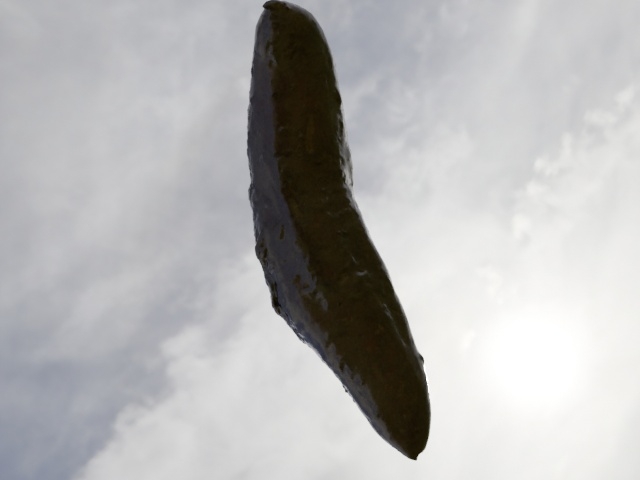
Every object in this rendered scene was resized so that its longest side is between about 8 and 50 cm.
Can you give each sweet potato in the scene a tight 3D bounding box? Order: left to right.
[{"bbox_3d":[-0.002,-0.001,0.779,0.092,0.114,0.341,-11,-98,-35],"label":"sweet potato"}]
